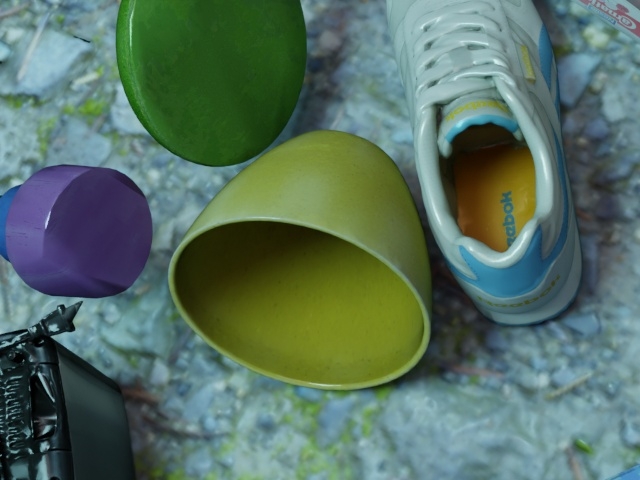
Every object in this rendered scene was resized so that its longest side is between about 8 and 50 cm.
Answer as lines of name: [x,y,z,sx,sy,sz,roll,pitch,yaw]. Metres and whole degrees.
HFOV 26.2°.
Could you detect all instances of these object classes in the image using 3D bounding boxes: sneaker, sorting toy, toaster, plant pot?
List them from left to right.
toaster: [-0.182,0.141,0.710,0.185,0.110,0.168,-13,70,11]
sorting toy: [-0.081,-0.126,0.761,0.126,0.127,0.366,7,57,42]
plant pot: [0.000,0.000,0.710,0.134,0.134,0.095,4,49,17]
sneaker: [0.084,-0.074,0.720,0.087,0.092,0.229,-18,67,11]

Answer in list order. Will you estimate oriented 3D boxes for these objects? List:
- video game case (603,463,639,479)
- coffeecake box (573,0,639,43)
video game case: [0.170,0.226,0.613,0.269,0.061,0.244,-26,68,5]
coffeecake box: [0.168,-0.163,0.658,0.142,0.185,0.068,34,81,7]
